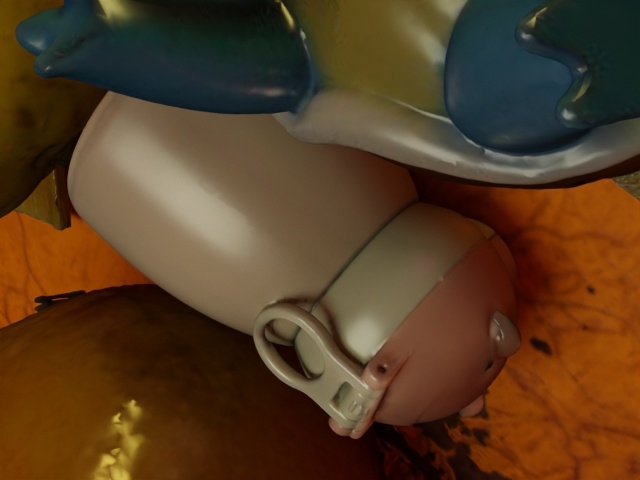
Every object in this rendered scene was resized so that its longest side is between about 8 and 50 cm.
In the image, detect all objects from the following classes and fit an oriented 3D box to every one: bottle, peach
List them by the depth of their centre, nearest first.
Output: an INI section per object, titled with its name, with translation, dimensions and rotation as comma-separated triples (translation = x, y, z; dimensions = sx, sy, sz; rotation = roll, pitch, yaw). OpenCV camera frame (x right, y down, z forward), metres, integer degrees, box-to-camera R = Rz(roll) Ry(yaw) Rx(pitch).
[bottle]
translation = 0.000, 0.000, 0.677
dimensions = 0.236, 0.147, 0.147
rotation = 41, 137, 9
[peach]
translation = -0.123, 0.200, 0.755
dimensions = 0.373, 0.372, 0.290
rotation = 51, 141, 5

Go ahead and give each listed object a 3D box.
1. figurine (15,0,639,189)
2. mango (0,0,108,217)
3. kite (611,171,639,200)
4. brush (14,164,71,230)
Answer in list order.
[figurine]
translation = 0.072, -0.123, 0.491
dimensions = 0.416, 0.298, 0.243
rotation = 23, 166, 18
[mango]
translation = -0.236, -0.181, 0.735
dimensions = 0.252, 0.182, 0.365
rotation = -5, 106, 12
[kite]
translation = 0.144, -0.036, 0.622
dimensions = 0.078, 0.002, 0.044
rotation = 26, 130, 29
[brush]
translation = -0.208, -0.164, 0.856
dimensions = 0.085, 0.020, 0.337
rotation = 21, 127, 33
